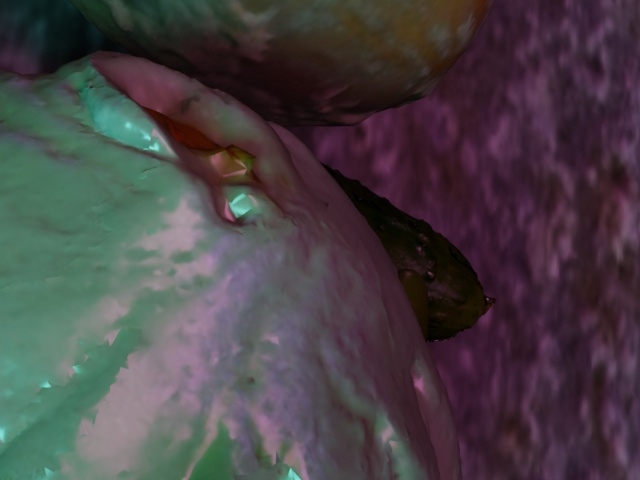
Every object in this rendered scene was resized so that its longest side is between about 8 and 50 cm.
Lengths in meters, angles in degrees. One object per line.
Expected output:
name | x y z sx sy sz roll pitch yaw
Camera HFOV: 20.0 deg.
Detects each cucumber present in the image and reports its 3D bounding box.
cucumber | 0.000 0.000 0.819 0.227 0.069 0.069 25 59 -37

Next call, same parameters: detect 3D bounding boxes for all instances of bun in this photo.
bun | -0.068 0.038 0.600 0.293 0.187 0.293 19 40 -17

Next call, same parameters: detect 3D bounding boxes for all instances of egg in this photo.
egg | -0.022 -0.157 0.762 0.245 0.203 0.203 48 48 -23

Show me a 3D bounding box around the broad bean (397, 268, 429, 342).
broad bean | -0.023 0.140 0.736 0.325 0.067 0.075 -62 140 -29
